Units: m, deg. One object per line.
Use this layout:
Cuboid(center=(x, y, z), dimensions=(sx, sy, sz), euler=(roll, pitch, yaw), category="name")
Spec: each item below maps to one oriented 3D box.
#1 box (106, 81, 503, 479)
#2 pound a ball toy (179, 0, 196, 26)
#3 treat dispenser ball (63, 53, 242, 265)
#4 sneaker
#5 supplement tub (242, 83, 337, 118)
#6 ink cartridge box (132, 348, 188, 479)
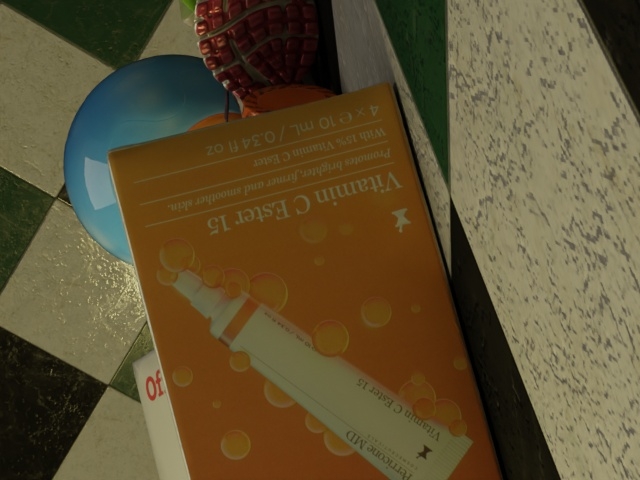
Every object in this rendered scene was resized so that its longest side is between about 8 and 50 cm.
Cuboid(center=(-0.010, 0.085, 1.088), dimensions=(0.168, 0.215, 0.345), euler=(108, 147, -82), category="box")
Cuboid(center=(-0.120, -0.338, 1.603), dimensions=(0.208, 0.136, 0.319), euler=(41, -165, -22), category="pound a ball toy")
Cuboid(center=(-0.192, -0.099, 1.916), dimensions=(0.288, 0.288, 0.288), euler=(165, 90, -86), category="treat dispenser ball")
Cuboid(center=(-0.060, -0.188, 1.471), dimensions=(0.112, 0.121, 0.299), euler=(-106, 4, -46), category="sneaker")
Cuboid(center=(-0.026, -0.047, 1.406), dimensions=(0.117, 0.117, 0.190), euler=(-113, 18, -63), category="supplement tub")
Cuboid(center=(-0.009, 0.248, 1.314), dimensions=(0.285, 0.166, 0.395), euler=(-34, 68, 56), category="ink cartridge box")
